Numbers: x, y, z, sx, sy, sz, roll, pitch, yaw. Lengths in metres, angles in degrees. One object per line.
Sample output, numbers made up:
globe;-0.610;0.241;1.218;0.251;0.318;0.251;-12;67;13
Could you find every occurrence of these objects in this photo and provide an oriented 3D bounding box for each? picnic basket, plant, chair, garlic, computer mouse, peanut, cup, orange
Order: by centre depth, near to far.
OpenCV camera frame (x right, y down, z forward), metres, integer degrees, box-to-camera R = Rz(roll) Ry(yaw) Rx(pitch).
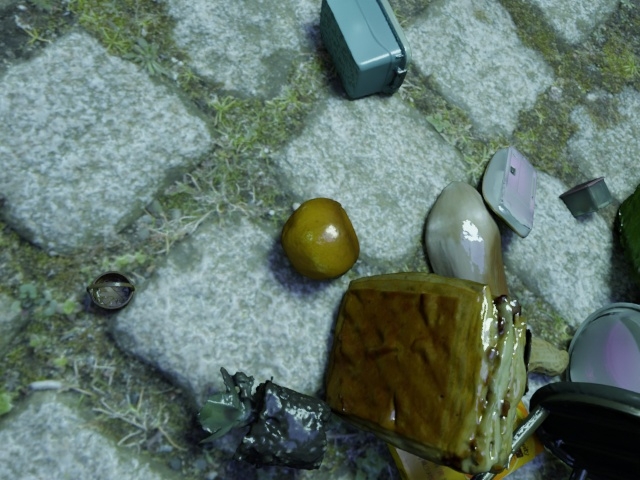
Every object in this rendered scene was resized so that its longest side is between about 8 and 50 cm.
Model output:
chair;0.385;0.453;0.730;0.362;0.364;0.410;51;59;-22
plant;-0.087;0.284;0.811;0.203;0.131;0.143;8;74;1
picnic basket;-0.339;0.078;0.833;0.072;0.083;0.072;4;74;-13
orange;0.000;0.000;0.914;0.134;0.156;0.157;-10;76;5
cup;0.678;0.266;0.948;0.371;0.253;0.254;11;72;-14
peanut;0.397;0.224;0.986;0.174;0.080;0.080;11;72;-14
garlic;0.296;0.036;1.009;0.143;0.112;0.318;-15;89;-21
computer mouse;0.395;-0.101;1.065;0.126;0.056;0.245;40;45;-12

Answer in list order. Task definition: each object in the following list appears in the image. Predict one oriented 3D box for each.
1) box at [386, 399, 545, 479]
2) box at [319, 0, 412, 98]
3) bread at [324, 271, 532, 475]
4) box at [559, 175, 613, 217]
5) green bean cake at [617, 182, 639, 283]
box;0.265;0.369;0.923;0.269;0.043;0.153;-23;84;-18
box;0.090;-0.413;1.053;0.130;0.162;0.227;-22;80;-8
bread;0.174;0.200;0.841;0.167;0.324;0.278;24;73;-44
box;0.582;-0.093;1.121;0.060;0.084;0.063;-25;87;-20
green bean cake;0.770;-0.037;0.995;0.218;0.335;0.319;31;41;1
